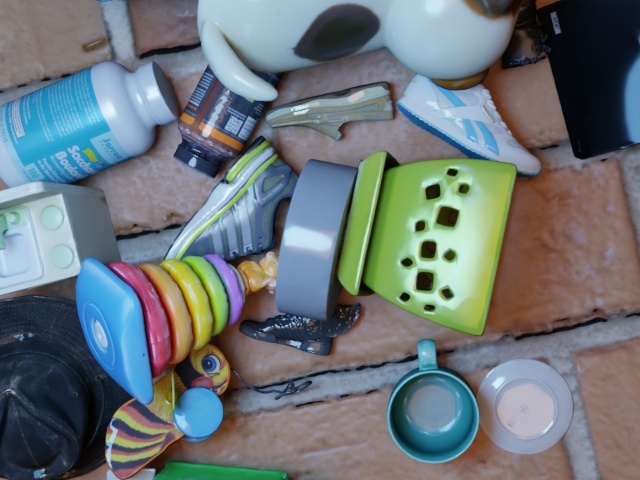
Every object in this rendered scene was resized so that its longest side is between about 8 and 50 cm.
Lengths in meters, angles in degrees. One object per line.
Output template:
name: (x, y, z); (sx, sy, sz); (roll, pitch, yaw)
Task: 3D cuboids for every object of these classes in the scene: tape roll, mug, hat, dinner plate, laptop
tape roll: (0.000, 0.000, 1.251); (0.072, 0.219, 0.219); (11, 92, 8)
mug: (0.168, 0.233, 1.293); (0.129, 0.097, 0.157); (28, 93, 6)
hat: (-0.421, 0.249, 1.289); (0.331, 0.134, 0.331); (-3, 114, -6)
dinner plate: (0.299, 0.244, 1.319); (0.141, 0.017, 0.141); (0, 91, 8)
laptop: (0.484, -0.263, 1.295); (0.264, 0.136, 0.234); (-14, 89, -19)

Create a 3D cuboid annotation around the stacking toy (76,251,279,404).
stacking toy: (-0.166, 0.078, 1.239); (0.302, 0.166, 0.175); (-21, 121, -31)

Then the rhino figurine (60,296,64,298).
rhino figurine: (-0.483, 0.158, 1.367); (0.243, 0.106, 0.073); (-34, 87, 6)

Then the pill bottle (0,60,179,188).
pill bottle: (-0.347, -0.172, 1.329); (0.264, 0.146, 0.146); (-22, 88, 7)

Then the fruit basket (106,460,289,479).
fruit basket: (-0.152, 0.505, 1.328); (0.327, 0.165, 0.353); (2, 106, 7)

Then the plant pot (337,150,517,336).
plant pot: (0.147, -0.005, 1.236); (0.207, 0.227, 0.228); (13, 91, 12)

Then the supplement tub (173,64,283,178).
supplement tub: (-0.142, -0.193, 1.325); (0.106, 0.106, 0.198); (30, 94, 6)

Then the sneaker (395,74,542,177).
sneaker: (0.225, -0.169, 1.291); (0.229, 0.087, 0.092); (34, 90, 3)

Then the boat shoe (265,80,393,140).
boat shoe: (0.015, -0.181, 1.329); (0.190, 0.068, 0.072); (-11, 101, 7)

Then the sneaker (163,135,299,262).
sneaker: (-0.135, -0.004, 1.327); (0.121, 0.111, 0.300); (37, 99, -3)

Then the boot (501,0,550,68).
boot: (0.267, -0.299, 1.307); (0.121, 0.045, 0.099); (-9, 97, 13)

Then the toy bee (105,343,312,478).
toy bee: (-0.193, 0.215, 1.313); (0.195, 0.298, 0.162); (-42, 73, 50)

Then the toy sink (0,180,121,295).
toy sink: (-0.407, 0.001, 1.293); (0.153, 0.234, 0.131); (-15, 88, 6)

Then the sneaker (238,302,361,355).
sneaker: (-0.030, 0.117, 1.342); (0.170, 0.051, 0.089); (15, 92, 2)

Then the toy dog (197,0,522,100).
toy dog: (0.062, -0.344, 1.176); (0.408, 0.284, 0.395); (10, 50, 0)
